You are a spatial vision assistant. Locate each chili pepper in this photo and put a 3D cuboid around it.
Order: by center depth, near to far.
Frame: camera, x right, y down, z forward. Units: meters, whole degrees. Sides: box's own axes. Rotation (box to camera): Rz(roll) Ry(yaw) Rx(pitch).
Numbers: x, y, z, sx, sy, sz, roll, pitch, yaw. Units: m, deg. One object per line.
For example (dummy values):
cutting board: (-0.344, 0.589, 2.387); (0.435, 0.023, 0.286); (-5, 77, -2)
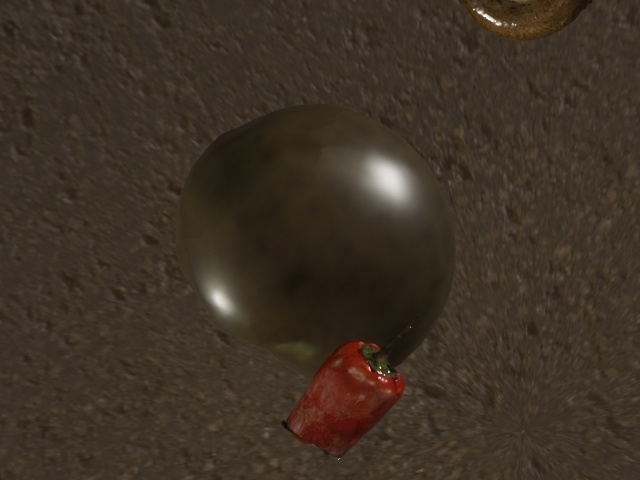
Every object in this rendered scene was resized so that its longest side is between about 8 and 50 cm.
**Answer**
chili pepper: (0.041, 0.148, 1.172); (0.084, 0.086, 0.192); (41, 104, 9)

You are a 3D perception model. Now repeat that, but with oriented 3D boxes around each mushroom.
mushroom: (0.157, -0.214, 0.848); (0.109, 0.085, 0.126); (38, 118, -11)

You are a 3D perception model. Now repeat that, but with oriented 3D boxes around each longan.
longan: (0.000, 0.000, 1.506); (0.336, 0.405, 0.404); (-18, 76, 39)
